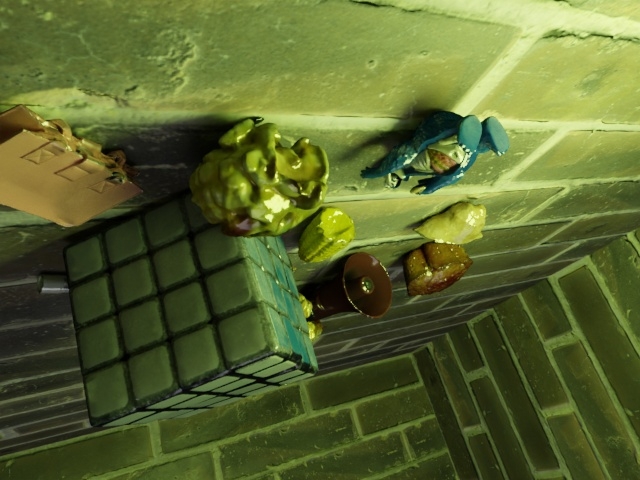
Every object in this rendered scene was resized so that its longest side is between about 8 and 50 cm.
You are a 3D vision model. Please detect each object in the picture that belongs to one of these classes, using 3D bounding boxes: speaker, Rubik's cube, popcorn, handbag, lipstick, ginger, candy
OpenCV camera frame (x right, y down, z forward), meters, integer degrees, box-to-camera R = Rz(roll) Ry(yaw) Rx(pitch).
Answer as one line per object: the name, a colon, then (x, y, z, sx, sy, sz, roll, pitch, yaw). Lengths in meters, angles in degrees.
speaker: (0.071, 0.147, 1.532, 0.329, 0.198, 0.259, -24, -161, 52)
Rubik's cube: (-0.233, 0.139, 0.955, 0.344, 0.344, 0.337, -22, 157, 5)
popcorn: (-0.090, -0.094, 0.758, 0.218, 0.169, 0.189, -14, 166, -39)
handbag: (-0.372, -0.095, 0.674, 0.157, 0.059, 0.212, -23, 159, 13)
lipstick: (-0.513, 0.092, 1.021, 0.141, 0.040, 0.040, 7, 147, -45)
ginger: (0.351, -0.052, 1.306, 0.193, 0.115, 0.122, -6, 134, -11)
candy: (0.000, 0.000, 1.142, 0.106, 0.094, 0.199, -7, 162, -29)

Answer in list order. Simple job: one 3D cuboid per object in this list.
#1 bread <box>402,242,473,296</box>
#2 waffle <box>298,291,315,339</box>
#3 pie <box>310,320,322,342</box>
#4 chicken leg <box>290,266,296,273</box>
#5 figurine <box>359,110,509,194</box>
bread: (0.379, 0.094, 1.586, 0.232, 0.135, 0.247, -23, 157, 10)
waffle: (-0.188, 0.236, 1.413, 0.324, 0.151, 0.261, 16, 146, -30)
pie: (-0.121, 0.308, 1.679, 0.308, 0.085, 0.308, 3, -179, 0)
chicken leg: (-0.119, 0.080, 1.240, 0.101, 0.085, 0.207, 8, 153, 3)
figurine: (0.206, -0.165, 0.902, 0.262, 0.120, 0.164, -15, 158, 42)
